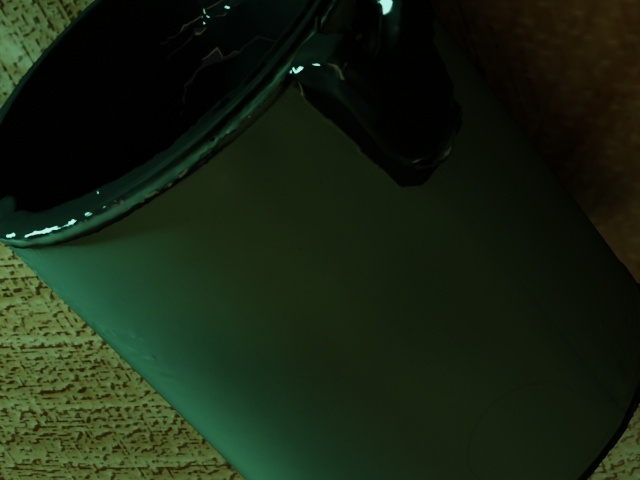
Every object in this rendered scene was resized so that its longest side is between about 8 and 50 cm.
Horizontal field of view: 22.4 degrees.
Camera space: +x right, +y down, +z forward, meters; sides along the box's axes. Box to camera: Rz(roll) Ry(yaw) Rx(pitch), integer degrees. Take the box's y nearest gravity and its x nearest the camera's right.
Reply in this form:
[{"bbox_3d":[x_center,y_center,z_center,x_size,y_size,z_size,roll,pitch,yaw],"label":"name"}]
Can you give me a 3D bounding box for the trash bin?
[{"bbox_3d":[0.000,0.000,0.770,0.277,0.217,0.262,0,139,50],"label":"trash bin"}]
